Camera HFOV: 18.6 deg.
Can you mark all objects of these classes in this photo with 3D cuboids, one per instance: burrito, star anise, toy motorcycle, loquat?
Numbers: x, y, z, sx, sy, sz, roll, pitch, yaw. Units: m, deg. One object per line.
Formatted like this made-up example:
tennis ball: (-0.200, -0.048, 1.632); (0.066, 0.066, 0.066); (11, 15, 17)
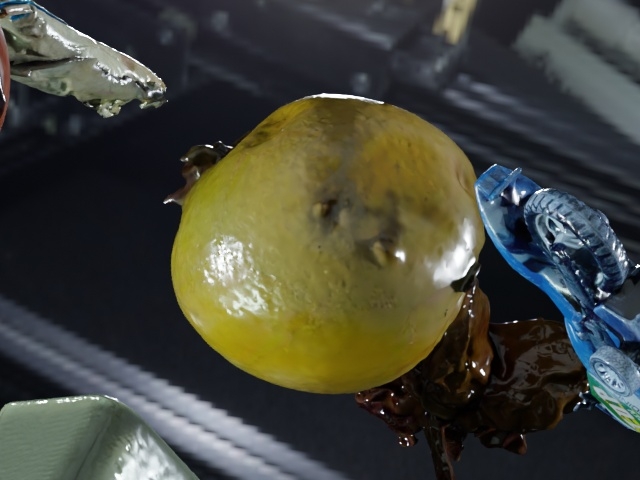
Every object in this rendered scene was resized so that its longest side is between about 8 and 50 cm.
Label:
burrito: (-0.161, -0.112, 1.224); (0.051, 0.171, 0.042); (-21, -108, 24)
star anise: (0.140, 0.164, 1.717); (0.237, 0.346, 0.148); (-3, -155, 9)
toy motorcycle: (0.188, 0.055, 1.224); (0.092, 0.254, 0.135); (-44, -157, -15)
loquat: (0.000, 0.000, 1.464); (0.244, 0.244, 0.244); (5, -138, -5)

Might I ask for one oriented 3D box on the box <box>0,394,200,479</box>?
box: (-0.186, 0.355, 1.527); (0.177, 0.352, 0.344); (-9, -137, 37)

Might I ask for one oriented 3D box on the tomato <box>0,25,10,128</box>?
tomato: (-0.245, -0.077, 0.909); (0.199, 0.228, 0.112); (38, -157, -12)
